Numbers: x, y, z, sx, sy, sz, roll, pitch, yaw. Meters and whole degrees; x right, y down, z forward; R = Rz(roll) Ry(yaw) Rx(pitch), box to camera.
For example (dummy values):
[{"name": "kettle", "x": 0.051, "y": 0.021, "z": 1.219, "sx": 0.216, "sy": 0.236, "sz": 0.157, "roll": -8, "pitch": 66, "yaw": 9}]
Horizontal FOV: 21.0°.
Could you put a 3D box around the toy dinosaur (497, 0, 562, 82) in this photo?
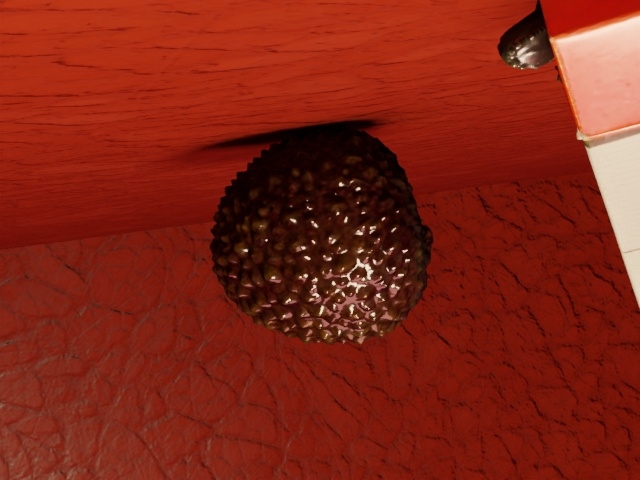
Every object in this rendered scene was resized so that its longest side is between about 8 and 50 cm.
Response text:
[{"name": "toy dinosaur", "x": 0.158, "y": -0.117, "z": 0.839, "sx": 0.187, "sy": 0.087, "sz": 0.179, "roll": 11, "pitch": -156, "yaw": -37}]

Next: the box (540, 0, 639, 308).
[{"name": "box", "x": 0.188, "y": -0.043, "z": 0.760, "sx": 0.139, "sy": 0.035, "sz": 0.245, "roll": -15, "pitch": 144, "yaw": 10}]

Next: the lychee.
[{"name": "lychee", "x": 0.000, "y": 0.000, "z": 1.365, "sx": 0.188, "sy": 0.188, "sz": 0.188, "roll": -8, "pitch": 179, "yaw": 0}]
